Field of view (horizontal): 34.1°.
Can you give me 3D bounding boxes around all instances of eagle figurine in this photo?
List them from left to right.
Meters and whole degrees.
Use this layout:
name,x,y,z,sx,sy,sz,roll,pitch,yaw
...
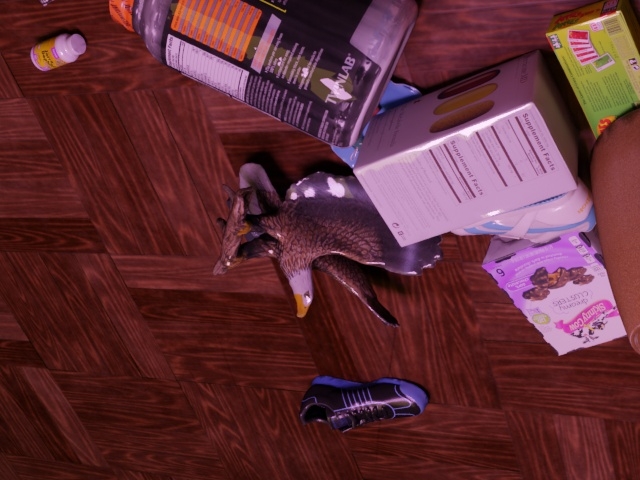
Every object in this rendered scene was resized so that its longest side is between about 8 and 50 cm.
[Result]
name,x,y,z,sx,sy,sz,roll,pitch,yaw
eagle figurine,-0.001,0.011,1.519,0.298,0.226,0.225,4,97,-14

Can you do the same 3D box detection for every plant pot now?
name,x,y,z,sx,sy,sz,roll,pitch,yaw
plant pot,0.427,0.010,1.210,0.237,0.254,0.237,9,147,6

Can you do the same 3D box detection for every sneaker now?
name,x,y,z,sx,sy,sz,roll,pitch,yaw
sneaker,0.072,0.295,1.830,0.232,0.090,0.081,-2,130,30
sneaker,0.258,-0.035,1.389,0.228,0.087,0.092,-7,140,49

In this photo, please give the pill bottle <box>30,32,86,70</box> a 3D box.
name,x,y,z,sx,sy,sz,roll,pitch,yaw
pill bottle,-0.388,-0.282,1.550,0.083,0.043,0.043,-10,125,35

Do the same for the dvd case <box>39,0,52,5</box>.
name,x,y,z,sx,sy,sz,roll,pitch,yaw
dvd case,-0.375,-0.386,1.467,0.119,0.013,0.087,-12,124,37

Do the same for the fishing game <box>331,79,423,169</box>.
name,x,y,z,sx,sy,sz,roll,pitch,yaw
fishing game,0.091,-0.140,1.438,0.264,0.041,0.189,39,137,-14

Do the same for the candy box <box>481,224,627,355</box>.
name,x,y,z,sx,sy,sz,roll,pitch,yaw
candy box,0.354,0.057,1.465,0.165,0.070,0.196,-25,115,41

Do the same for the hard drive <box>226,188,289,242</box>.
name,x,y,z,sx,sy,sz,roll,pitch,yaw
hard drive,-0.070,-0.036,1.636,0.135,0.022,0.094,-4,128,31

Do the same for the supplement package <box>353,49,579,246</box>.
name,x,y,z,sx,sy,sz,roll,pitch,yaw
supplement package,0.187,-0.114,1.316,0.244,0.139,0.134,-20,120,27

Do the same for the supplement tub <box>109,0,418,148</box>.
name,x,y,z,sx,sy,sz,roll,pitch,yaw
supplement tub,-0.070,-0.269,1.274,0.338,0.207,0.207,27,138,3

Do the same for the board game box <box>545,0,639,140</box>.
name,x,y,z,sx,sy,sz,roll,pitch,yaw
board game box,0.350,-0.195,1.245,0.092,0.043,0.181,-12,124,36
